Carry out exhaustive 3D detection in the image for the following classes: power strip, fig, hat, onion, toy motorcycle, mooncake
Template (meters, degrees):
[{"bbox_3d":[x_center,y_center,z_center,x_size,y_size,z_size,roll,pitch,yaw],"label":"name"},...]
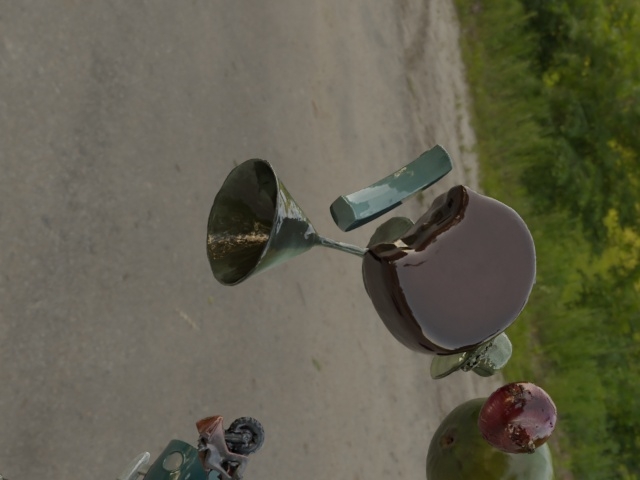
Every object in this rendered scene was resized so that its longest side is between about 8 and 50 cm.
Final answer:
[{"bbox_3d":[0.123,-0.089,1.526,0.054,0.253,0.167,60,-21,4],"label":"power strip"},{"bbox_3d":[0.402,0.521,1.998,0.316,0.316,0.316,48,31,-43],"label":"fig"},{"bbox_3d":[0.367,0.246,1.964,0.110,0.252,0.252,41,27,-4],"label":"hat"},{"bbox_3d":[0.370,0.339,1.586,0.150,0.150,0.140,60,-1,-24],"label":"onion"},{"bbox_3d":[-0.185,0.387,1.487,0.118,0.212,0.084,27,-6,-6],"label":"toy motorcycle"},{"bbox_3d":[0.236,0.060,1.677,0.334,0.174,0.325,21,83,-17],"label":"mooncake"}]

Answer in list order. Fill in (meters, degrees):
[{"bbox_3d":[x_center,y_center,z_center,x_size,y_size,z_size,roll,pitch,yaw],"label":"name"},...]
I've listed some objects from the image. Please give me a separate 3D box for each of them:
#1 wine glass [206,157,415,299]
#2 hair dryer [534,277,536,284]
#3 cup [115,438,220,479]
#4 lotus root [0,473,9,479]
[{"bbox_3d":[0.000,0.000,1.815,0.406,0.267,0.267,13,56,-33],"label":"wine glass"},{"bbox_3d":[0.496,0.082,2.269,0.229,0.267,0.092,4,72,-30],"label":"hair dryer"},{"bbox_3d":[-0.268,0.484,1.612,0.173,0.300,0.167,-49,137,-32],"label":"cup"},{"bbox_3d":[-0.429,0.420,1.171,0.120,0.120,0.209,21,63,-61],"label":"lotus root"}]
